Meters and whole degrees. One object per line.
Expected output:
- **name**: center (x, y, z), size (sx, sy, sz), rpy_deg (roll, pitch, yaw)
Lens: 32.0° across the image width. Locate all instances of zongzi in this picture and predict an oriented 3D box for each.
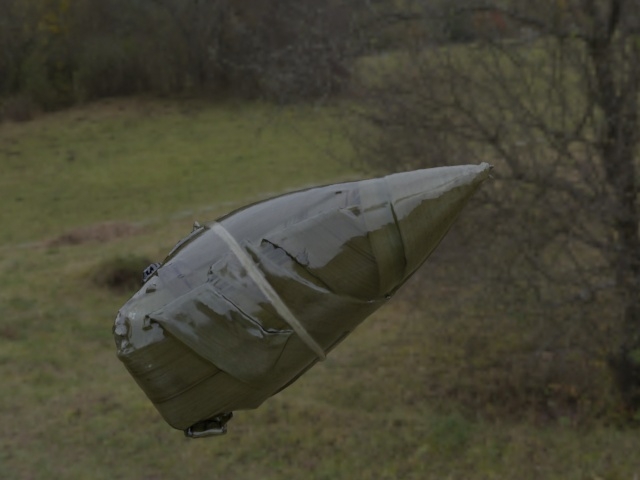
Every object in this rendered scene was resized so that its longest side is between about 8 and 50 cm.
- **zongzi**: center (0.000, 0.000, 0.538), size (0.178, 0.081, 0.189), rpy_deg (-33, 9, 10)
